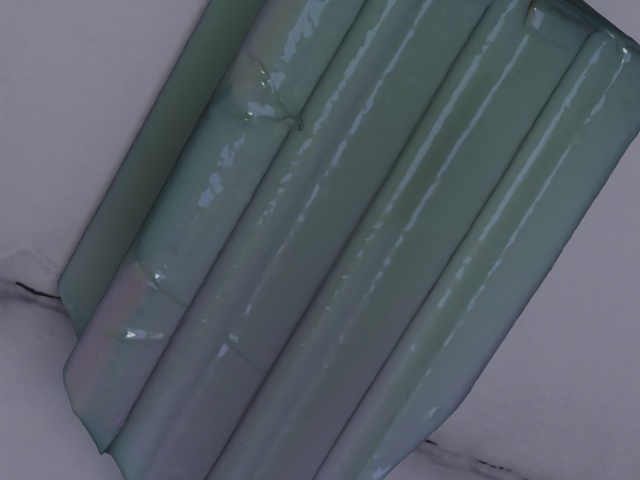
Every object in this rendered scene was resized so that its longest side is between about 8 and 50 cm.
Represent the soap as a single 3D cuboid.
[{"bbox_3d":[0.000,0.000,0.789,0.208,0.115,0.347,23,107,-25],"label":"soap"}]
